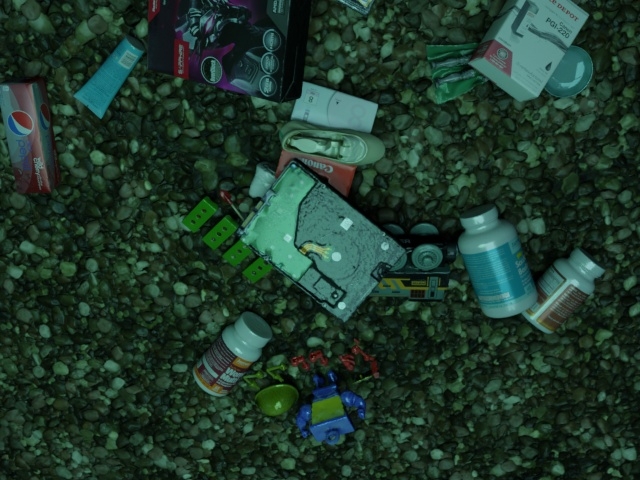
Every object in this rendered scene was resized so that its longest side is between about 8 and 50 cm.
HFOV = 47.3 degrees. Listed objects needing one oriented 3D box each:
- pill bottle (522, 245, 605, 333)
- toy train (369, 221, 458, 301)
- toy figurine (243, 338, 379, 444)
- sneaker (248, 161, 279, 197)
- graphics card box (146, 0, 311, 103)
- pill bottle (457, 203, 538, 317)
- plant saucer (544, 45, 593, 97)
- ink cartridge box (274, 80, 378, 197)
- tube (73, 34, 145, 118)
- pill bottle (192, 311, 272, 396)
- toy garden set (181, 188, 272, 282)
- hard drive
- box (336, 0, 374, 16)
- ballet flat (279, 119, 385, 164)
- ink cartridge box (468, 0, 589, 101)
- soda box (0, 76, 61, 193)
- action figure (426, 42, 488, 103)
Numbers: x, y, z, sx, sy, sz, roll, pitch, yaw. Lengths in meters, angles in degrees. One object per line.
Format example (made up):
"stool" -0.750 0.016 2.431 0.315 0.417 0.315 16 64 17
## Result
"pill bottle" 0.614 0.124 1.858 0.121 0.121 0.216 34 110 -13
"toy train" 0.174 0.062 1.834 0.333 0.142 0.190 0 123 1
"toy figurine" -0.013 0.436 1.916 0.362 0.217 0.191 -18 135 7
"sneaker" -0.071 -0.097 1.798 0.232 0.090 0.115 30 117 -2
"graphics card box" -0.203 -0.444 1.551 0.371 0.094 0.233 19 115 23
"pill bottle" 0.430 0.047 1.804 0.146 0.146 0.264 -21 103 9
"plant saucer" 0.567 -0.392 1.691 0.119 0.021 0.119 0 114 0
"ink cartridge box" 0.013 -0.234 1.710 0.189 0.066 0.232 16 89 -6
"tube" -0.486 -0.381 1.695 0.080 0.052 0.207 42 113 -11
"pill bottle" -0.232 0.300 1.942 0.121 0.121 0.221 36 109 -14
"toy garden set" -0.192 -0.032 1.820 0.244 0.049 0.204 42 128 -12
"hard drive" 0.000 0.000 1.712 0.339 0.064 0.237 38 102 -2
"box" 0.050 -0.570 1.496 0.163 0.247 0.142 25 110 -10
"ballet flat" 0.027 -0.214 1.659 0.248 0.086 0.086 9 113 -4
"ink cartridge box" 0.454 -0.440 1.596 0.158 0.092 0.218 32 87 -11
"soda box" -0.685 -0.248 1.726 0.083 0.092 0.263 -2 113 0
"action figure" 0.369 -0.406 1.669 0.232 0.063 0.137 -14 109 3
